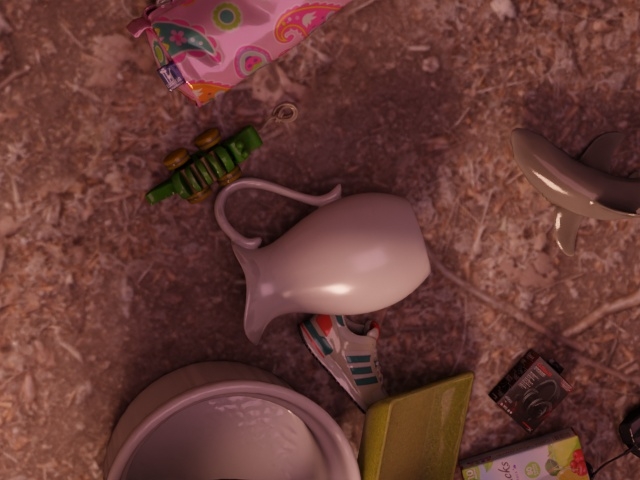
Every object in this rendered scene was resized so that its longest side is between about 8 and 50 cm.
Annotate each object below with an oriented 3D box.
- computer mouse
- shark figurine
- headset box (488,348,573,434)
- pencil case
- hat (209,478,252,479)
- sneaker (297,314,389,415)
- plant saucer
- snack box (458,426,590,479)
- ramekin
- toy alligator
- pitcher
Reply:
[{"bbox_3d":[0.356,0.251,1.923,0.242,0.041,0.071,-36,101,4],"label":"computer mouse"},{"bbox_3d":[0.358,-0.060,1.801,0.278,0.116,0.166,-10,108,-10],"label":"shark figurine"},{"bbox_3d":[0.246,0.172,1.871,0.083,0.032,0.062,-46,110,2],"label":"headset box"},{"bbox_3d":[-0.052,-0.253,1.640,0.284,0.124,0.124,-35,110,-2],"label":"pencil case"},{"bbox_3d":[-0.156,0.364,1.621,0.331,0.134,0.331,-12,113,-30],"label":"hat"},{"bbox_3d":[0.048,0.133,1.797,0.075,0.057,0.161,-40,107,4],"label":"sneaker"},{"bbox_3d":[0.092,0.241,1.801,0.188,0.045,0.188,-10,113,-56],"label":"plant saucer"},{"bbox_3d":[0.242,0.286,1.883,0.141,0.037,0.100,-16,101,0],"label":"snack box"},{"bbox_3d":[-0.105,0.263,1.751,0.277,0.135,0.277,-4,105,-14],"label":"ramekin"},{"bbox_3d":[-0.100,-0.090,1.705,0.189,0.051,0.056,-32,110,-5],"label":"toy alligator"},{"bbox_3d":[0.000,0.000,1.728,0.207,0.125,0.178,-17,90,-1],"label":"pitcher"}]
